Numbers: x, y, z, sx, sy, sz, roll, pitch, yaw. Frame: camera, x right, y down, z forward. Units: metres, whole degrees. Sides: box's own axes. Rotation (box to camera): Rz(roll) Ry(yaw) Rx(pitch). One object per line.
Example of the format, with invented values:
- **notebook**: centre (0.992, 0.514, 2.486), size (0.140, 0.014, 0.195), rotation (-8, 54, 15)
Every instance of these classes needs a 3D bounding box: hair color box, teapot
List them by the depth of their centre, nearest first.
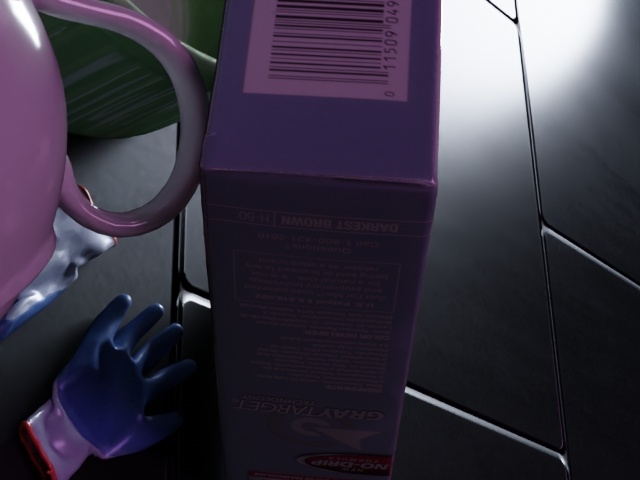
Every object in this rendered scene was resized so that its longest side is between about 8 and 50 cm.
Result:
- **teapot**: centre (-0.208, -0.013, 0.611), size (0.187, 0.256, 0.252), rotation (63, 26, -22)
- **hair color box**: centre (0.000, 0.000, 0.797), size (0.374, 0.113, 0.185), rotation (92, 3, -56)

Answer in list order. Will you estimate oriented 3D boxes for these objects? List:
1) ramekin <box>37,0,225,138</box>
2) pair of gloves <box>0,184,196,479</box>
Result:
- **ramekin**: centre (-0.134, -0.216, 0.901), size (0.303, 0.148, 0.303), rotation (29, 50, -41)
- **pair of gloves**: centre (-0.156, 0.050, 0.832), size (0.198, 0.023, 0.159), rotation (61, 35, -8)
